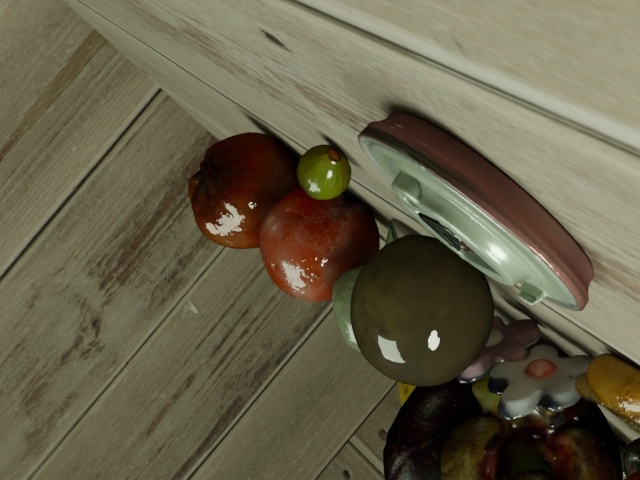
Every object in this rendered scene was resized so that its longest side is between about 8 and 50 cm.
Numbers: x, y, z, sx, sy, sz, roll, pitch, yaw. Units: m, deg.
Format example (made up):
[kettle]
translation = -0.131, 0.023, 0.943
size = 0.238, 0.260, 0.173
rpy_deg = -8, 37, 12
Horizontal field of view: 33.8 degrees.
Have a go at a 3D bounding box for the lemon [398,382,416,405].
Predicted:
[lemon]
translation = 0.276, 0.275, 1.970
size = 0.310, 0.258, 0.258
rpy_deg = 46, -178, 38

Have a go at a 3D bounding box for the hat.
[hat]
translation = 0.088, 0.105, 1.673
size = 0.257, 0.130, 0.257
rpy_deg = -16, -90, -83

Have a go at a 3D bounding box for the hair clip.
[hair clip]
translation = 0.261, 0.169, 1.399
size = 0.257, 0.146, 0.075
rpy_deg = 43, 161, 57

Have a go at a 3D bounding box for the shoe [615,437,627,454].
[shoe]
translation = 0.574, 0.438, 2.160
size = 0.207, 0.091, 0.106
rpy_deg = 36, 172, 21

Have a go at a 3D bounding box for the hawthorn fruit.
[hawthorn fruit]
translation = -0.106, -0.079, 1.947
size = 0.261, 0.224, 0.224
rpy_deg = 20, -173, -26

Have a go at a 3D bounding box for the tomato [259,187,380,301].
[tomato]
translation = 0.000, 0.000, 1.795
size = 0.208, 0.184, 0.208
rpy_deg = 10, -154, -5

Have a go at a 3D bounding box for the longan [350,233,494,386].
[longan]
translation = 0.133, 0.093, 1.378
size = 0.196, 0.196, 0.220
rpy_deg = 40, 179, 10

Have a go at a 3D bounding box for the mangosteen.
[mangosteen]
translation = 0.277, 0.339, 1.629
size = 0.381, 0.381, 0.421
rpy_deg = 39, 169, 28

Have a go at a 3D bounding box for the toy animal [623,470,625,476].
[toy animal]
translation = 0.654, 0.483, 1.901
size = 0.255, 0.090, 0.170
rpy_deg = 45, 180, -42

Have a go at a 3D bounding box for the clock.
[clock]
translation = 0.130, -0.019, 0.907
size = 0.244, 0.056, 0.244
rpy_deg = 41, 178, 2

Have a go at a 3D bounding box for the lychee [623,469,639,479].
[lychee]
translation = 0.416, 0.354, 1.130
size = 0.255, 0.255, 0.300
rpy_deg = 40, -157, 7

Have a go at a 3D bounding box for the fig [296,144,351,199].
[fig]
translation = 0.006, -0.094, 1.392
size = 0.074, 0.074, 0.088
rpy_deg = 40, 156, 6

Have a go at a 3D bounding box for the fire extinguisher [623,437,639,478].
[fire extinguisher]
translation = 0.517, 0.335, 1.610
size = 0.252, 0.106, 0.075
rpy_deg = 48, -150, -67

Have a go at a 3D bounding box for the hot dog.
[hot dog]
translation = 0.336, 0.170, 1.173
size = 0.090, 0.060, 0.140
rpy_deg = 47, 178, -35

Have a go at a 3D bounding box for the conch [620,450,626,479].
[conch]
translation = 0.476, 0.449, 2.048
size = 0.324, 0.186, 0.263
rpy_deg = 50, 160, 17
